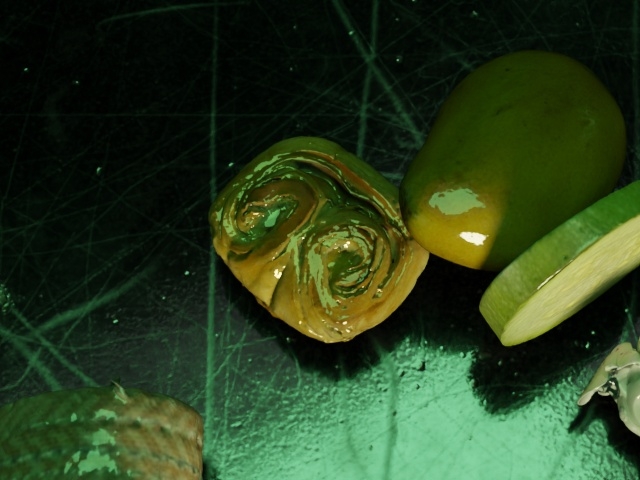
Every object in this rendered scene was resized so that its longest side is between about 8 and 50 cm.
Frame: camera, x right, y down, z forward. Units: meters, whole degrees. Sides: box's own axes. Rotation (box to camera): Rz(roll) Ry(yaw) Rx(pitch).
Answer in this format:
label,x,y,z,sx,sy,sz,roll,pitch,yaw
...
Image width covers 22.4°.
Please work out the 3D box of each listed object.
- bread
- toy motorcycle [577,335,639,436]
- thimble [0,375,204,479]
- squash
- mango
label,x,y,z,sx,sy,sz,roll,pitch,yaw
bread,0.002,-0.002,1.777,0.236,0.120,0.198,40,75,16
toy motorcycle,0.351,0.195,1.693,0.150,0.102,0.221,-5,66,-13
thimble,-0.231,0.239,1.646,0.229,0.196,0.148,-14,60,29
squash,0.278,0.016,1.687,0.252,0.252,0.049,-31,71,-11
mango,0.208,-0.082,1.748,0.211,0.173,0.317,37,52,10
